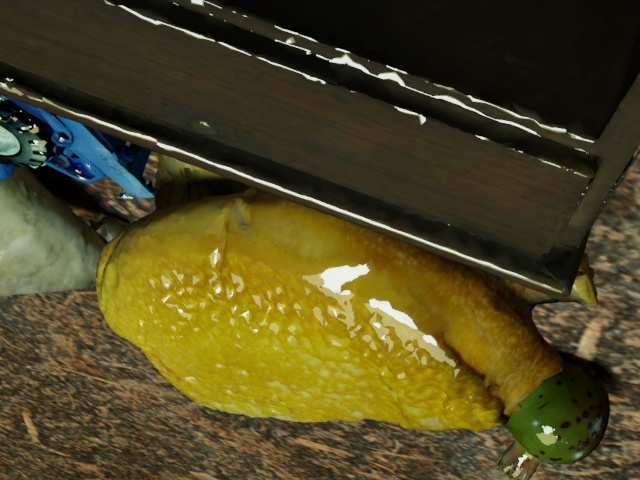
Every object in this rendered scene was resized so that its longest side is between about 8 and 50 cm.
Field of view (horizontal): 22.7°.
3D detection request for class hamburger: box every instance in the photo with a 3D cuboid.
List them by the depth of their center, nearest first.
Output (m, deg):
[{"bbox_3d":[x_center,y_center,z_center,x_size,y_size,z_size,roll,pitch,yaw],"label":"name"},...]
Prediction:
[{"bbox_3d":[0.000,0.000,0.829,0.283,0.144,0.156,0,138,37],"label":"hamburger"}]

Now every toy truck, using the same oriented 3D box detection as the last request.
[{"bbox_3d":[-0.134,-0.083,0.793,0.126,0.113,0.208,33,154,-25],"label":"toy truck"}]

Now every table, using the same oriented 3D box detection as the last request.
[{"bbox_3d":[0.007,-0.158,0.414,0.250,0.196,0.282,21,156,3],"label":"table"}]

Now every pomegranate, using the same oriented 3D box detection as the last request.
[{"bbox_3d":[0.148,0.118,1.018,0.073,0.084,0.073,20,167,5],"label":"pomegranate"}]

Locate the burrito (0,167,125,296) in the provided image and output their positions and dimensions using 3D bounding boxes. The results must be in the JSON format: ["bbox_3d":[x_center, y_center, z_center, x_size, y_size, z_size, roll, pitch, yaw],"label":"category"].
[{"bbox_3d":[-0.280,-0.049,0.969,0.175,0.107,0.348,-19,145,21],"label":"burrito"}]
